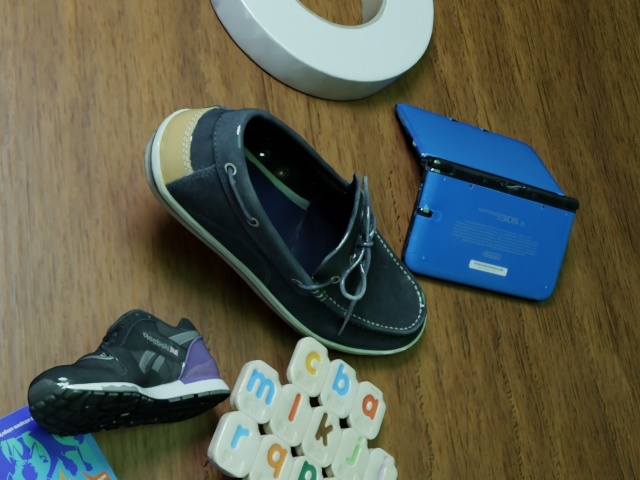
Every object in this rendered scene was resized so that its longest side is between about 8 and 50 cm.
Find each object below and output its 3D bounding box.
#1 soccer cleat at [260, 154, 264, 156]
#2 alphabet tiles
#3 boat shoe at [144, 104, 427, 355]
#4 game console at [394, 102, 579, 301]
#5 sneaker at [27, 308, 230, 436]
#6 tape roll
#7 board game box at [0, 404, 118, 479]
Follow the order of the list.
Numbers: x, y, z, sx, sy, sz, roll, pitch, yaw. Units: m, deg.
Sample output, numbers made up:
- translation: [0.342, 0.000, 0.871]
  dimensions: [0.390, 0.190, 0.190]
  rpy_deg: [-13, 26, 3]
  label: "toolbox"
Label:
- translation: [-0.087, -0.049, 1.327]
  dimensions: [0.076, 0.068, 0.196]
  rpy_deg: [-1, 66, -12]
  label: "soccer cleat"
- translation: [-0.014, 0.275, 1.224]
  dimensions: [0.284, 0.021, 0.278]
  rpy_deg: [40, 55, -29]
  label: "alphabet tiles"
- translation: [0.000, 0.000, 1.257]
  dimensions: [0.500, 0.156, 0.186]
  rpy_deg: [41, 50, -36]
  label: "boat shoe"
- translation: [0.242, -0.060, 1.576]
  dimensions: [0.293, 0.173, 0.250]
  rpy_deg: [13, 94, -27]
  label: "game console"
- translation: [-0.227, 0.140, 1.109]
  dimensions: [0.283, 0.107, 0.124]
  rpy_deg: [13, 49, -60]
  label: "sneaker"
- translation: [0.003, -0.405, 1.545]
  dimensions: [0.392, 0.072, 0.392]
  rpy_deg: [14, 62, -28]
  label: "tape roll"
- translation: [-0.281, 0.277, 1.038]
  dimensions: [0.210, 0.047, 0.160]
  rpy_deg: [59, 27, 2]
  label: "board game box"
